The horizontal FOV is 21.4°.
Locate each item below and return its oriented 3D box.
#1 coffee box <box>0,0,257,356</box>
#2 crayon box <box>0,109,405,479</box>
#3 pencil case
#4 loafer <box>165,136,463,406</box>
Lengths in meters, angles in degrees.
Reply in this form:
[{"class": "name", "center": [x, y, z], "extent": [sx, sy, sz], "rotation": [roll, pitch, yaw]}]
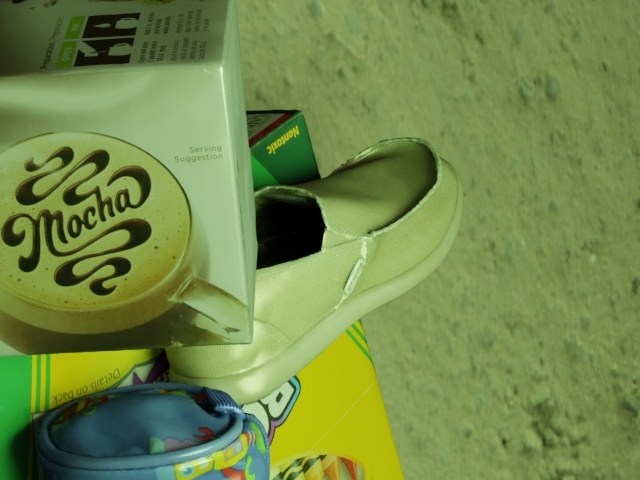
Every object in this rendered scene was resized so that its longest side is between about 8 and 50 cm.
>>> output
[{"class": "coffee box", "center": [-0.188, -0.034, 0.910], "extent": [0.119, 0.297, 0.168], "rotation": [-91, 178, -61]}, {"class": "crayon box", "center": [-0.109, 0.131, 1.107], "extent": [0.363, 0.106, 0.313], "rotation": [-40, 122, -42]}, {"class": "pencil case", "center": [-0.071, 0.228, 0.984], "extent": [0.133, 0.119, 0.306], "rotation": [-17, 110, -17]}, {"class": "loafer", "center": [0.000, 0.000, 1.066], "extent": [0.268, 0.102, 0.092], "rotation": [-44, 131, -41]}]
